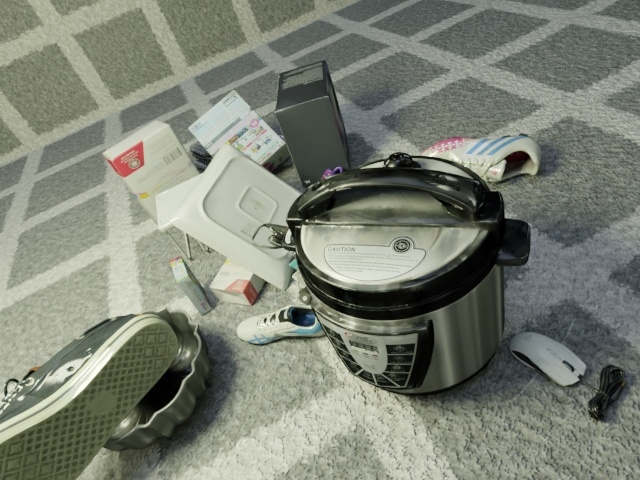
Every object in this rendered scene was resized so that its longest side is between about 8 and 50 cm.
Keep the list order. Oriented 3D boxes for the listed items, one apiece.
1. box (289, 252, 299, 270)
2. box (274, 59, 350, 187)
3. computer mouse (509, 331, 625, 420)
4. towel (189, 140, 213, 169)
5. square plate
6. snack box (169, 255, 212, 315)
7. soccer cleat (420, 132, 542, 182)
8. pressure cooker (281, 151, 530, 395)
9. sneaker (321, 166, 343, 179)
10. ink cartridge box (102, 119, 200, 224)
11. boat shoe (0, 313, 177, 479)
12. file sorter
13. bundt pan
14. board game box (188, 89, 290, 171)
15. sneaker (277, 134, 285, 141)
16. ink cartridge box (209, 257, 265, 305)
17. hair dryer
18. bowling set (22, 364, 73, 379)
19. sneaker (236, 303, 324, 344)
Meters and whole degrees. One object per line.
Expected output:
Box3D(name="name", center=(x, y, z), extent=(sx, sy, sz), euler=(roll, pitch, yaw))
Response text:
Box3D(name="box", center=(-0.004, -0.028, 1.197), extent=(0.100, 0.060, 0.244), euler=(-44, 19, 47))
Box3D(name="box", center=(-0.018, -0.390, 1.458), extent=(0.183, 0.296, 0.294), euler=(-13, 42, 11))
Box3D(name="computer mouse", center=(0.431, 0.222, 0.779), extent=(0.106, 0.042, 0.193), euler=(-40, 43, -18))
Box3D(name="towel", center=(-0.373, -0.396, 1.757), extent=(0.284, 0.121, 0.235), euler=(-43, 43, -22))
Box3D(name="square plate", center=(-0.179, -0.084, 1.198), extent=(0.049, 0.347, 0.344), euler=(-43, 20, 45))
Box3D(name="snack box", center=(-0.346, 0.122, 1.161), extent=(0.037, 0.141, 0.100), euler=(-31, 41, -11))
Box3D(name="soccer cleat", center=(0.435, -0.219, 1.202), extent=(0.331, 0.116, 0.143), euler=(-6, 42, 18))
Box3D(name="pressure cooker", center=(0.145, 0.040, 0.816), extent=(0.370, 0.420, 0.375), euler=(-27, 41, -6))
Box3D(name="sneaker", center=(0.015, -0.185, 1.361), extent=(0.068, 0.071, 0.170), euler=(17, 39, 30))
Box3D(name="ink cartridge box", center=(-0.559, -0.227, 1.511), extent=(0.226, 0.306, 0.131), euler=(-40, 43, -20))
Box3D(name="boat shoe", center=(-0.491, 0.323, 0.794), extent=(0.156, 0.186, 0.500), euler=(9, 44, 38))
Box3D(name="file sorter", center=(-0.346, -0.091, 1.369), extent=(0.278, 0.173, 0.193), euler=(-26, 41, -3))
Box3D(name="bundt pan", center=(-0.395, 0.317, 0.983), extent=(0.331, 0.124, 0.330), euler=(-12, 42, 11))
Box3D(name="board game box", center=(-0.288, -0.356, 1.551), extent=(0.224, 0.097, 0.303), euler=(-41, 73, -2))
Box3D(name="sneaker", center=(-0.207, -0.308, 1.617), extent=(0.236, 0.095, 0.104), euler=(-19, 47, 11))
Box3D(name="ink cartridge box", center=(-0.204, 0.078, 1.203), extent=(0.115, 0.067, 0.198), euler=(4, 48, 27))
Box3D(name="hair dryer", center=(0.000, 0.000, 1.057), extent=(0.293, 0.080, 0.223), euler=(-32, 82, -42))
Box3D(name="bowling set", center=(-0.634, 0.349, 1.008), extent=(0.154, 0.200, 0.287), euler=(-12, 37, 14))
Box3D(name="sneaker", center=(-0.092, 0.189, 1.018), extent=(0.237, 0.086, 0.085), euler=(-11, 43, 15))
